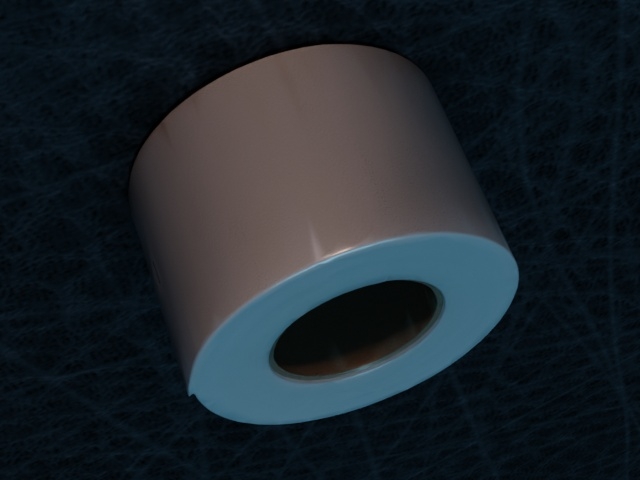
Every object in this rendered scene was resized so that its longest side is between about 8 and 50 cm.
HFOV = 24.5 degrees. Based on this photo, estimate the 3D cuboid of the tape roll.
[{"bbox_3d":[0.000,0.000,1.065,0.246,0.169,0.246,-16,150,-9],"label":"tape roll"}]
